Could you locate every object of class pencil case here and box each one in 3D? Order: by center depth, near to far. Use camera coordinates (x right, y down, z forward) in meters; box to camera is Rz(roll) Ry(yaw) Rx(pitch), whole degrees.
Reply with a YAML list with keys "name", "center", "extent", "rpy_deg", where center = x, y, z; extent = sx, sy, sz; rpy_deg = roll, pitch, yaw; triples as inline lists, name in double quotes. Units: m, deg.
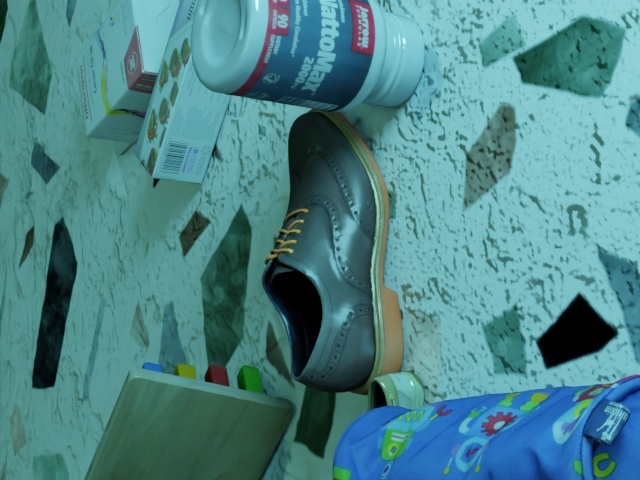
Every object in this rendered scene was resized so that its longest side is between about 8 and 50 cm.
- name: "pencil case"
  center: [0.127, 0.164, 0.881]
  extent: [0.306, 0.133, 0.119]
  rpy_deg: [-19, 103, 55]

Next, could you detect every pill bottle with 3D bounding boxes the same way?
- name: "pill bottle"
  center: [-0.007, -0.165, 1.083]
  extent: [0.108, 0.180, 0.108]
  rpy_deg: [-11, 76, 55]

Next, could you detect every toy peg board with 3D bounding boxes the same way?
- name: "toy peg board"
  center: [-0.134, 0.184, 1.258]
  extent: [0.079, 0.161, 0.161]
  rpy_deg: [-108, 37, -55]

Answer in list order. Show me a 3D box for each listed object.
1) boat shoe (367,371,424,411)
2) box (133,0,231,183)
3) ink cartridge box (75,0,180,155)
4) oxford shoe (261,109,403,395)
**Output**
- name: "boat shoe"
  center: [0.052, 0.175, 1.067]
  extent: [0.050, 0.045, 0.135]
  rpy_deg: [2, 87, 57]
- name: "box"
  center: [-0.116, -0.216, 1.362]
  extent: [0.063, 0.067, 0.324]
  rpy_deg: [47, 124, 49]
- name: "ink cartridge box"
  center: [-0.232, -0.193, 1.529]
  extent: [0.198, 0.067, 0.115]
  rpy_deg: [-38, 55, 48]
- name: "oxford shoe"
  center: [0.000, 0.000, 1.122]
  extent: [0.097, 0.098, 0.271]
  rpy_deg: [-40, 54, 47]
